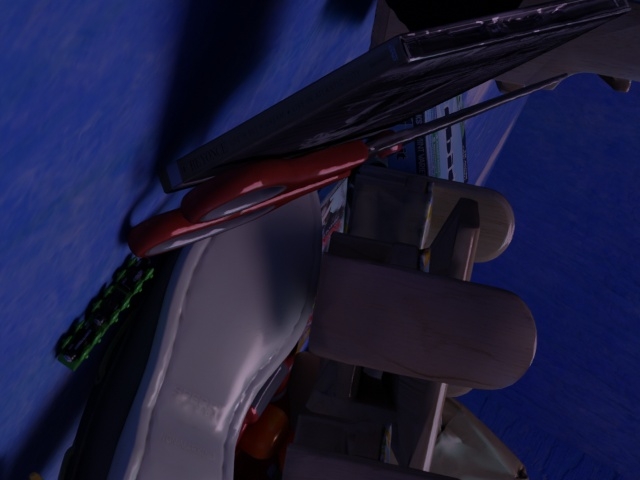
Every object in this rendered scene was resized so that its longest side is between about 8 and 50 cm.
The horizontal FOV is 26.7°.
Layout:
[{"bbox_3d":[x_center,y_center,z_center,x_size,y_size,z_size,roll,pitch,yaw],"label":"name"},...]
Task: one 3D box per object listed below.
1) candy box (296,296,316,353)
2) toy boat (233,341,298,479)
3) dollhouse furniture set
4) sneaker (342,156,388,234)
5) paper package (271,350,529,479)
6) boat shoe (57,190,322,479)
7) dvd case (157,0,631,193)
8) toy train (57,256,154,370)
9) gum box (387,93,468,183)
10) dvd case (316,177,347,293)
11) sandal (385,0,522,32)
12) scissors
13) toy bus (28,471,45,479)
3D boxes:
[{"bbox_3d":[-0.023,0.073,1.460,0.105,0.027,0.206,-58,171,-1],"label":"candy box"},{"bbox_3d":[-0.048,0.175,1.221,0.151,0.151,0.231,-56,170,-27],"label":"toy boat"},{"bbox_3d":[0.140,0.007,1.010,0.362,0.256,0.394,-64,165,-76],"label":"dollhouse furniture set"},{"bbox_3d":[0.070,-0.066,1.418,0.208,0.081,0.094,-47,174,-39],"label":"sneaker"},{"bbox_3d":[0.005,0.285,1.376,0.309,0.168,0.325,-52,-163,-13],"label":"paper package"},{"bbox_3d":[-0.088,0.079,0.870,0.091,0.109,0.305,-6,-123,49],"label":"boat shoe"},{"bbox_3d":[0.033,-0.079,0.721,0.164,0.018,0.221,-19,177,-38],"label":"dvd case"},{"bbox_3d":[-0.124,0.042,0.781,0.083,0.017,0.024,-55,180,-36],"label":"toy train"},{"bbox_3d":[0.101,-0.114,1.271,0.184,0.041,0.157,-39,126,-68],"label":"gum box"},{"bbox_3d":[0.000,0.000,1.308,0.087,0.013,0.119,-52,153,-45],"label":"dvd case"},{"bbox_3d":[0.040,-0.172,0.602,0.107,0.168,0.446,-33,169,-7],"label":"sandal"},{"bbox_3d":[0.020,-0.051,0.817,0.297,0.021,0.109,-22,172,-35],"label":"scissors"},{"bbox_3d":[-0.147,0.254,0.697,0.149,0.211,0.220,-67,171,28],"label":"toy bus"}]
